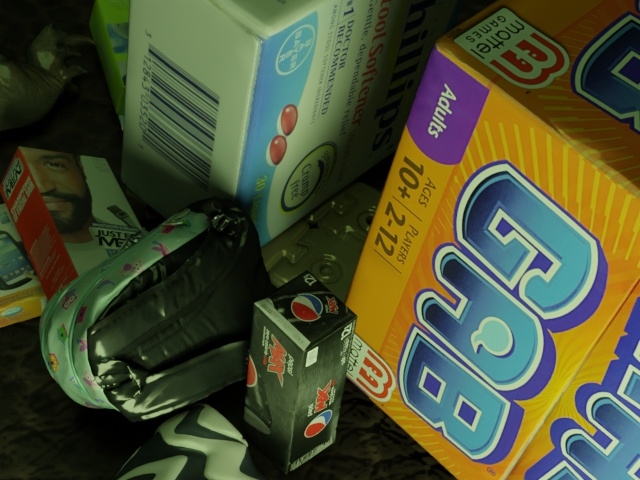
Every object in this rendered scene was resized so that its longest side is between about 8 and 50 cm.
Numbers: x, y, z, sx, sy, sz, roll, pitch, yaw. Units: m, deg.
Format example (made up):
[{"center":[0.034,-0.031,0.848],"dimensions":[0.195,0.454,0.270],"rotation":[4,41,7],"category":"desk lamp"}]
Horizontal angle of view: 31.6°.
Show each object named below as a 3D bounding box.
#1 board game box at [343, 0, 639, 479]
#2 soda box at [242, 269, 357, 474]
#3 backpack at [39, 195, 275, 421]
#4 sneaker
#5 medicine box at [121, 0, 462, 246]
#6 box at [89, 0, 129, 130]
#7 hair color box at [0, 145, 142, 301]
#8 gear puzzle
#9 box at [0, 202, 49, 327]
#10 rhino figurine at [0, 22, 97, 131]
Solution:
[{"center":[0.277,0.012,0.832],"dimensions":[0.356,0.356,0.356],"rotation":[41,55,19],"category":"board game box"},{"center":[-0.019,0.103,0.857],"dimensions":[0.053,0.169,0.060],"rotation":[-31,58,-31],"category":"soda box"},{"center":[-0.125,0.064,0.889],"dimensions":[0.182,0.152,0.115],"rotation":[-35,20,-36],"category":"backpack"},{"center":[-0.075,0.229,0.788],"dimensions":[0.153,0.094,0.235],"rotation":[-32,58,-29],"category":"sneaker"},{"center":[-0.018,-0.168,0.985],"dimensions":[0.149,0.263,0.289],"rotation":[38,52,21],"category":"medicine box"},{"center":[-0.170,-0.184,1.175],"dimensions":[0.109,0.042,0.178],"rotation":[0,46,-26],"category":"box"},{"center":[-0.208,-0.006,0.990],"dimensions":[0.093,0.053,0.167],"rotation":[5,39,-42],"category":"hair color box"},{"center":[0.000,0.000,1.047],"dimensions":[0.339,0.044,0.175],"rotation":[30,49,16],"category":"gear puzzle"},{"center":[-0.279,0.013,1.004],"dimensions":[0.081,0.028,0.136],"rotation":[-18,54,-22],"category":"box"},{"center":[-0.324,-0.151,1.115],"dimensions":[0.243,0.073,0.106],"rotation":[-30,75,-31],"category":"rhino figurine"}]
